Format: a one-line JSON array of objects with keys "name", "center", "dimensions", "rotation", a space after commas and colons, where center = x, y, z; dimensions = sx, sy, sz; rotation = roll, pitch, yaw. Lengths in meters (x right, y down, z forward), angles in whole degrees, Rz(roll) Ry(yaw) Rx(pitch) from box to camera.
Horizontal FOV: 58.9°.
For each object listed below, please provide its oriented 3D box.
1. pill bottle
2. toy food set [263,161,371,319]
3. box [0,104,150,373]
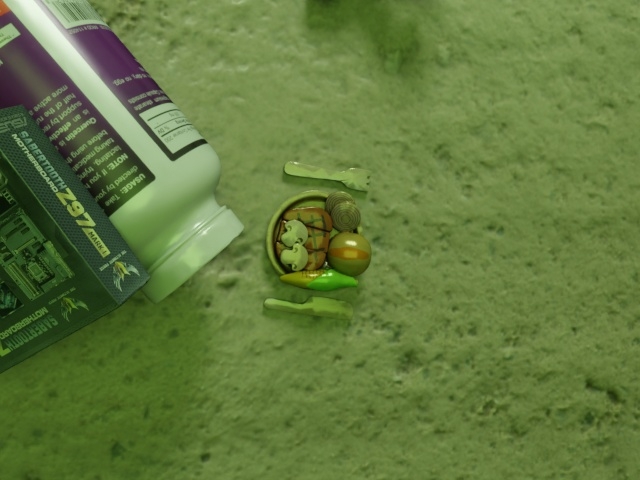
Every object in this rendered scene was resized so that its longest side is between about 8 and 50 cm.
[{"name": "pill bottle", "center": [-0.229, -0.095, 0.575], "dimensions": [0.181, 0.181, 0.323], "rotation": [-41, 98, -8]}, {"name": "toy food set", "center": [0.000, 0.000, 0.694], "dimensions": [0.132, 0.038, 0.192], "rotation": [7, 90, -11]}, {"name": "box", "center": [-0.296, 0.019, 0.506], "dimensions": [0.232, 0.059, 0.183], "rotation": [-28, 103, 23]}]
